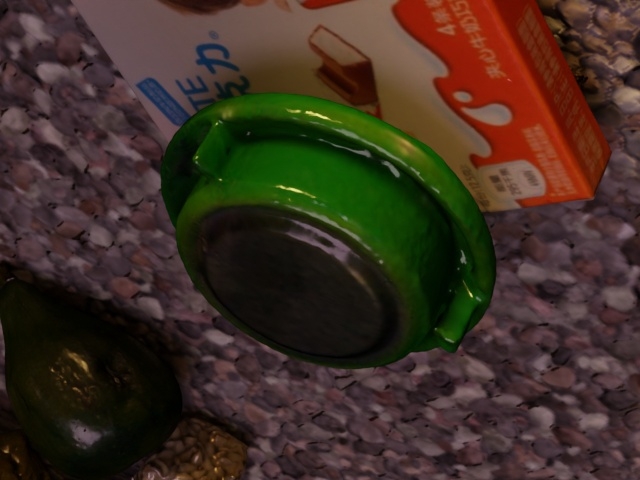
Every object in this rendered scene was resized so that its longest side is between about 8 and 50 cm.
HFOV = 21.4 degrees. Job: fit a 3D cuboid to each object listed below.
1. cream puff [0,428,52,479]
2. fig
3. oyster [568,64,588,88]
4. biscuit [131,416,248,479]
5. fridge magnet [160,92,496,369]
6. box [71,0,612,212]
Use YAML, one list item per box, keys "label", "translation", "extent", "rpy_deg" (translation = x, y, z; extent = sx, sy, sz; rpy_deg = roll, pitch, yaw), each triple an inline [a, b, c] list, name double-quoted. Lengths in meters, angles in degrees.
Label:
- label: "cream puff"
  translation: [-0.284, 0.255, 1.355]
  extent: [0.244, 0.196, 0.244]
  rpy_deg: [-6, 154, -3]
- label: "fig"
  translation: [-0.187, 0.095, 1.236]
  extent: [0.177, 0.117, 0.117]
  rpy_deg: [45, 134, -7]
- label: "oyster"
  translation: [0.112, -0.094, 0.973]
  extent: [0.083, 0.019, 0.054]
  rpy_deg: [5, 141, 25]
- label: "biscuit"
  translation: [-0.112, 0.204, 1.328]
  extent: [0.082, 0.070, 0.168]
  rpy_deg: [26, 140, 2]
- label: "fridge magnet"
  translation: [0.000, 0.000, 0.979]
  extent: [0.208, 0.088, 0.208]
  rpy_deg: [18, 145, 14]
- label: "box"
  translation: [-0.007, -0.120, 0.961]
  extent: [0.265, 0.048, 0.273]
  rpy_deg: [-7, 130, 38]
